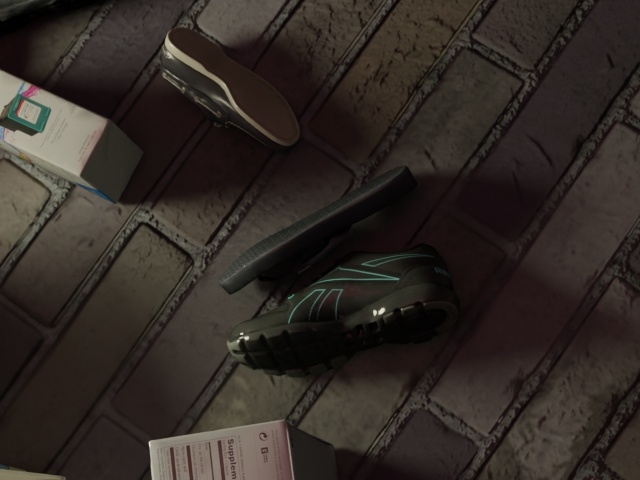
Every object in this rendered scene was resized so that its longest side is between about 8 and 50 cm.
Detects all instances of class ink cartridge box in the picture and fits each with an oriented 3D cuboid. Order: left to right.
[{"bbox_3d":[-0.340,-0.136,1.833,0.231,0.134,0.078,25,83,16],"label":"ink cartridge box"}]

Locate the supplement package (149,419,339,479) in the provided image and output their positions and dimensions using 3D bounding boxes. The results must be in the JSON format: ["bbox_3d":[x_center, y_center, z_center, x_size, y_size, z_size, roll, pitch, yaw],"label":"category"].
[{"bbox_3d":[-0.063,0.309,1.605,0.145,0.262,0.204,-11,75,9],"label":"supplement package"}]

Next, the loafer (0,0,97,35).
[{"bbox_3d":[-0.344,-0.317,1.907,0.223,0.076,0.078,-17,82,10],"label":"loafer"}]

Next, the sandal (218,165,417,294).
[{"bbox_3d":[0.000,0.000,1.761,0.255,0.097,0.054,-29,100,4],"label":"sandal"}]

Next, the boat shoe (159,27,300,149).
[{"bbox_3d":[-0.111,-0.169,1.847,0.206,0.075,0.065,41,130,12],"label":"boat shoe"}]

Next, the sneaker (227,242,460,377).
[{"bbox_3d":[0.024,0.079,1.746,0.267,0.101,0.106,-14,52,8],"label":"sneaker"}]

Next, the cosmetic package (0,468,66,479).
[{"bbox_3d":[-0.418,0.323,1.628,0.296,0.129,0.153,7,58,5],"label":"cosmetic package"}]

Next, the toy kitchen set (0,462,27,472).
[{"bbox_3d":[-0.365,0.364,1.724,0.166,0.122,0.207,27,83,16],"label":"toy kitchen set"}]
